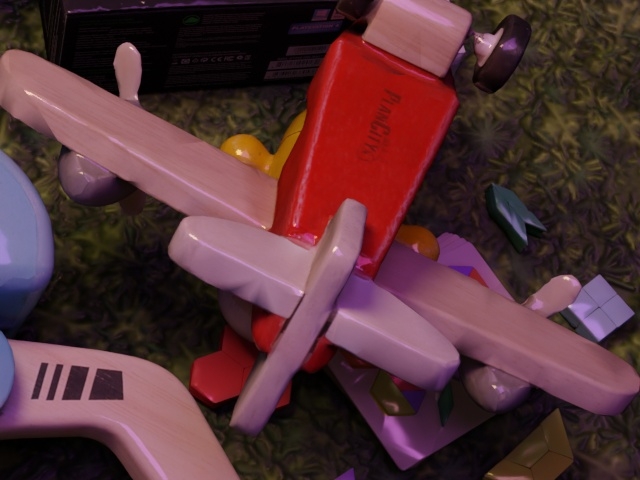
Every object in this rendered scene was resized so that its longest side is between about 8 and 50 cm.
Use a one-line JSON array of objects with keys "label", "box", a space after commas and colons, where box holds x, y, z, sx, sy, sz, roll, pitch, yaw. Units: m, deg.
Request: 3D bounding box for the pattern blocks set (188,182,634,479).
[{"label": "pattern blocks set", "box": [0.087, 0.086, 1.304, 0.285, 0.026, 0.325, 41, 62, 8]}]

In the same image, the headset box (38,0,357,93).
[{"label": "headset box", "box": [-0.118, -0.278, 1.375, 0.246, 0.131, 0.283, -4, 65, -16]}]

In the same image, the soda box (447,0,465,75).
[{"label": "soda box", "box": [0.059, -0.232, 1.426, 0.069, 0.074, 0.216, -8, 67, -16]}]

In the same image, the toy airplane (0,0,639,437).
[{"label": "toy airplane", "box": [0.000, 0.000, 1.158, 0.384, 0.272, 0.386, -10, 59, -36]}]

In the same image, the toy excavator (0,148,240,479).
[{"label": "toy excavator", "box": [-0.240, 0.077, 1.145, 0.445, 0.222, 0.432, 2, 65, -22]}]
